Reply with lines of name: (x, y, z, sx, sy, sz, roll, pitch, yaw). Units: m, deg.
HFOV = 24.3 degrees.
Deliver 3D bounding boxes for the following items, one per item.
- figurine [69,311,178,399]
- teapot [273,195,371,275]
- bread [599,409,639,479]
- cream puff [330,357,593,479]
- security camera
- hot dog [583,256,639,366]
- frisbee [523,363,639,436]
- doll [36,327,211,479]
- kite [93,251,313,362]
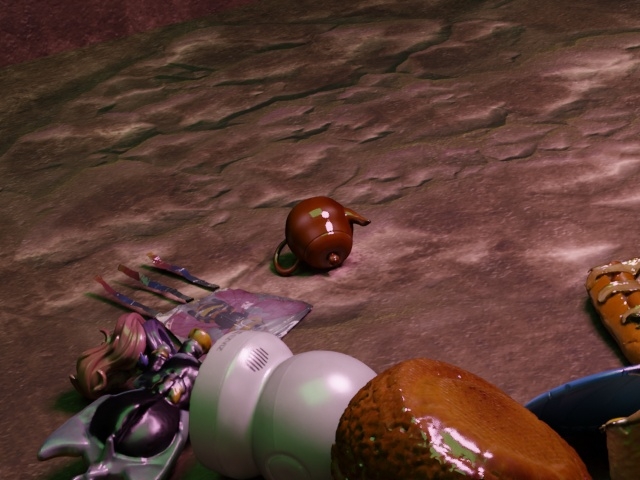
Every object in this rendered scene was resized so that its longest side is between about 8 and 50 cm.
figurine: (-0.275, 0.161, 2.078, 0.157, 0.114, 0.126, -9, 17, 1)
teapot: (0.000, 0.000, 2.340, 0.173, 0.116, 0.116, -33, 25, 10)
bread: (0.405, 0.260, 1.680, 0.174, 0.133, 0.251, -5, -15, 8)
cream puff: (0.145, 0.270, 1.630, 0.303, 0.212, 0.303, 24, 19, -9)
security camera: (-0.020, 0.217, 1.824, 0.236, 0.194, 0.194, 9, 31, 25)
hot dog: (0.443, 0.096, 2.057, 0.109, 0.072, 0.269, -12, 26, -2)
frisbee: (0.356, 0.200, 1.771, 0.242, 0.242, 0.045, -9, 69, -3)
doll: (-0.226, 0.228, 1.930, 0.145, 0.103, 0.316, 43, 50, 0)
kite: (-0.188, 0.096, 2.284, 0.204, 0.022, 0.360, -29, 37, -34)
